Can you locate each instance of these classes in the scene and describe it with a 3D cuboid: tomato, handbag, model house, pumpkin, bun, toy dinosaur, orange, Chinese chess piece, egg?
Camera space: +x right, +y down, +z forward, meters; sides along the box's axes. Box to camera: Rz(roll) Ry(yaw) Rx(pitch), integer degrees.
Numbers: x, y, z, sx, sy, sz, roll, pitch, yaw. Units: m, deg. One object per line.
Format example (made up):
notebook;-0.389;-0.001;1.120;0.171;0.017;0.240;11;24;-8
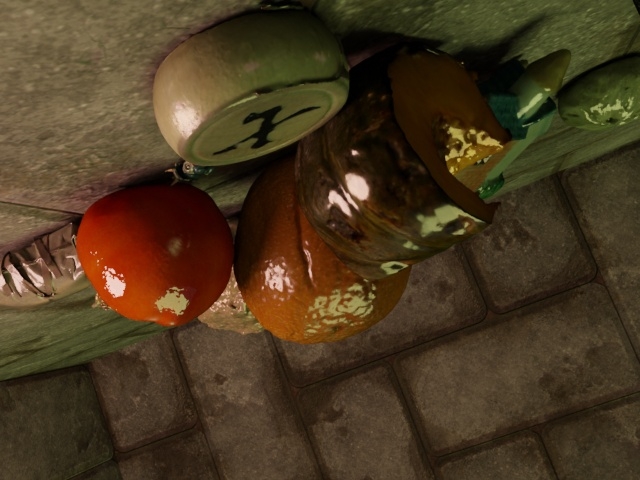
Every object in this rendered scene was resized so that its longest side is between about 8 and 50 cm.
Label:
tomato;-0.248;0.013;1.088;0.260;0.259;0.180;-11;148;-48
handbag;-0.470;0.049;1.182;0.271;0.117;0.182;-21;164;9
model house;0.268;-0.223;1.132;0.267;0.194;0.325;-9;152;-43
pumpkin;0.103;-0.116;0.933;0.225;0.256;0.303;-40;-166;37
bun;0.641;-0.312;1.520;0.204;0.126;0.212;-19;173;-2
toy dinosaur;-0.199;-0.113;1.060;0.083;0.030;0.047;-24;173;20
orange;0.000;0.000;1.208;0.322;0.356;0.322;-5;142;-4
Chinese chess piece;-0.077;-0.170;0.786;0.238;0.092;0.238;-20;171;-3
egg;-0.178;0.075;1.542;0.311;0.279;0.279;-7;179;27

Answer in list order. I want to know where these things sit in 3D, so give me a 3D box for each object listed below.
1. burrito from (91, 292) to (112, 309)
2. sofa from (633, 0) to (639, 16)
burrito;-0.428;0.113;1.828;0.117;0.076;0.392;-34;168;33
sofa;0.524;-0.382;1.069;0.060;0.039;0.118;-24;172;28
